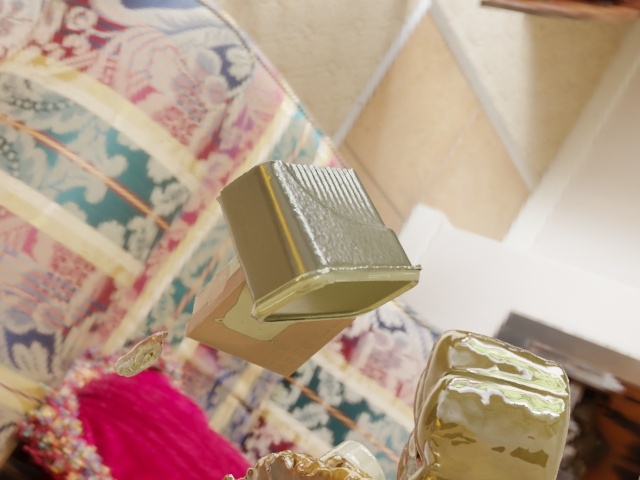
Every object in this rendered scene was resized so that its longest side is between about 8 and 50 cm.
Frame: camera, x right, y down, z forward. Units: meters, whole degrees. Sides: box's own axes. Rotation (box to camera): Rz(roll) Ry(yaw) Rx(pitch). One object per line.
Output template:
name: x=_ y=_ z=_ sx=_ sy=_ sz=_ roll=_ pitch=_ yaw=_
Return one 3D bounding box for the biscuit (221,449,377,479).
biscuit: x=0.004 y=0.319 z=0.957 sx=0.081 sy=0.334 sz=0.289 roll=5 pitch=96 yaw=-35

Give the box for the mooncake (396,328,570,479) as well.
mooncake: x=0.279 y=0.406 z=2.169 sx=0.467 sy=0.262 sz=0.467 roll=15 pitch=90 yaw=-88

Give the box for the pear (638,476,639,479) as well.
pear: x=0.516 y=0.344 z=1.559 sx=0.178 sy=0.267 sz=0.267 roll=-10 pitch=115 yaw=-27

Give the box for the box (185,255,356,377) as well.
box: x=-0.082 y=0.116 z=1.976 sx=0.215 sy=0.215 sz=0.086 roll=25 pitch=45 yaw=-24

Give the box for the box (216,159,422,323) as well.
box: x=0.000 y=0.000 z=1.518 sx=0.274 sy=0.138 sz=0.178 roll=1 pitch=62 yaw=-57

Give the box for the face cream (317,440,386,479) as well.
face cream: x=-0.048 y=0.316 z=1.282 sx=0.269 sy=0.082 sz=0.082 roll=-29 pitch=127 yaw=-31

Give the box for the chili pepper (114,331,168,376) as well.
chili pepper: x=-0.304 y=0.198 z=1.991 sx=0.050 sy=0.153 sz=0.041 roll=-17 pitch=78 yaw=-49
